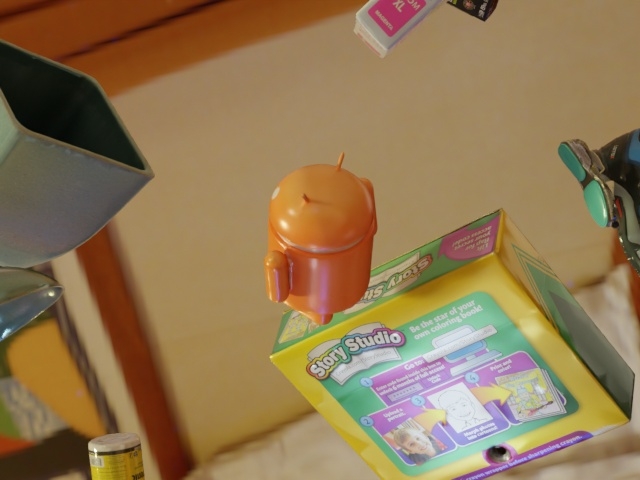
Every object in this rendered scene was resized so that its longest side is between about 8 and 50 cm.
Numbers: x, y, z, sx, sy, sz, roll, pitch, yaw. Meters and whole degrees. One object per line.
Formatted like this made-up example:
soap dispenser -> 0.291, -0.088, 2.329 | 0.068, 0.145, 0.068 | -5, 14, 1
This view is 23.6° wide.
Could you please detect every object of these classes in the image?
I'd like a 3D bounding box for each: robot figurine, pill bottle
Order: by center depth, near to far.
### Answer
robot figurine -> 0.001, -0.001, 1.816 | 0.219, 0.158, 0.128 | 92, 166, -46
pill bottle -> -0.246, 0.298, 1.870 | 0.065, 0.065, 0.116 | -105, 9, -84

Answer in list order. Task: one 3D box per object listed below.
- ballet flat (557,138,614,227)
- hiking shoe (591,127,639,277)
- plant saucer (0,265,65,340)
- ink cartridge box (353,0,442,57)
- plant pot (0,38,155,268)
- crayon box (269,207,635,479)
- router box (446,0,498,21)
ballet flat -> 0.315, -0.069, 1.753 | 0.041, 0.041, 0.114 | 78, 167, -72
hiking shoe -> 0.413, -0.016, 1.775 | 0.113, 0.132, 0.304 | 35, -157, -57
plant saucer -> -0.380, 0.103, 1.378 | 0.044, 0.317, 0.317 | 60, 179, 4
ink cartridge box -> 0.167, -0.333, 1.727 | 0.065, 0.311, 0.186 | 45, -177, -2
plant pot -> -0.435, -0.103, 2.161 | 0.248, 0.252, 0.247 | 19, -153, -46
crayon box -> 0.171, 0.162, 1.994 | 0.313, 0.363, 0.106 | 50, -147, -22
router box -> 0.204, -0.367, 2.067 | 0.038, 0.092, 0.122 | -51, -16, -38
